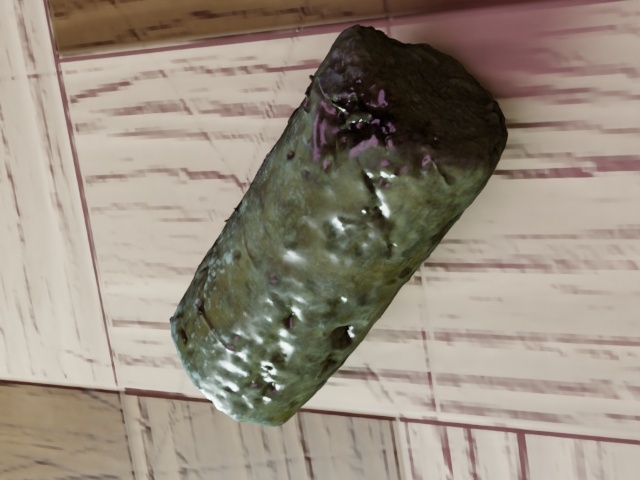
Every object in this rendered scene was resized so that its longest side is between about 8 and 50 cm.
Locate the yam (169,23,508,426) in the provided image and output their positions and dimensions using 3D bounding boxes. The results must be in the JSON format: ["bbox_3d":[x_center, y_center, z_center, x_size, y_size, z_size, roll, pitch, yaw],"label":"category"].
[{"bbox_3d":[0.000,0.000,0.558,0.078,0.078,0.179,49,129,15],"label":"yam"}]
